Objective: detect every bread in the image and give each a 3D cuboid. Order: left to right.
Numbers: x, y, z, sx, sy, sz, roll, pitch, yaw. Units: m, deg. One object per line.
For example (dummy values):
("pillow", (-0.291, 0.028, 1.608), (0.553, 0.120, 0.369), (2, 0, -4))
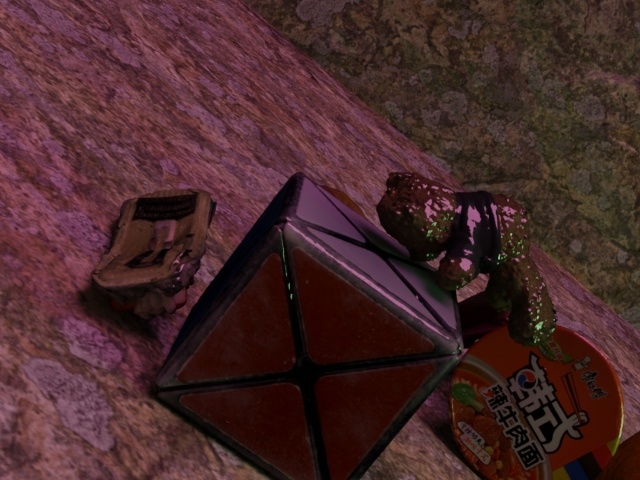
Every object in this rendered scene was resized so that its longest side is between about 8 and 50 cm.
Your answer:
("bread", (0.526, 0.403, 1.768), (0.121, 0.174, 0.245), (54, 13, -20))

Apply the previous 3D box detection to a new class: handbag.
("handbag", (0.252, 0.142, 1.834), (0.216, 0.203, 0.074), (14, 59, -62))

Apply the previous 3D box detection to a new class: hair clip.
("hair clip", (-0.202, 0.022, 1.410), (0.321, 0.138, 0.091), (-88, 168, -70))

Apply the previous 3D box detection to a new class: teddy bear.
("teddy bear", (0.184, 0.001, 1.319), (0.251, 0.129, 0.182), (34, 13, -17))

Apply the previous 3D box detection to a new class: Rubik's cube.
("Rubik's cube", (-0.004, 0.106, 1.304), (0.255, 0.259, 0.260), (37, 18, -7))

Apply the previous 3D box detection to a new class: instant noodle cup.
("instant noodle cup", (0.326, 0.239, 1.668), (0.250, 0.250, 0.192), (42, 10, 13))

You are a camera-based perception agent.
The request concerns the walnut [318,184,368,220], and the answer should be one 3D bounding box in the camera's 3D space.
("walnut", (0.000, 0.000, 1.760), (0.167, 0.167, 0.207), (27, 18, -33))
